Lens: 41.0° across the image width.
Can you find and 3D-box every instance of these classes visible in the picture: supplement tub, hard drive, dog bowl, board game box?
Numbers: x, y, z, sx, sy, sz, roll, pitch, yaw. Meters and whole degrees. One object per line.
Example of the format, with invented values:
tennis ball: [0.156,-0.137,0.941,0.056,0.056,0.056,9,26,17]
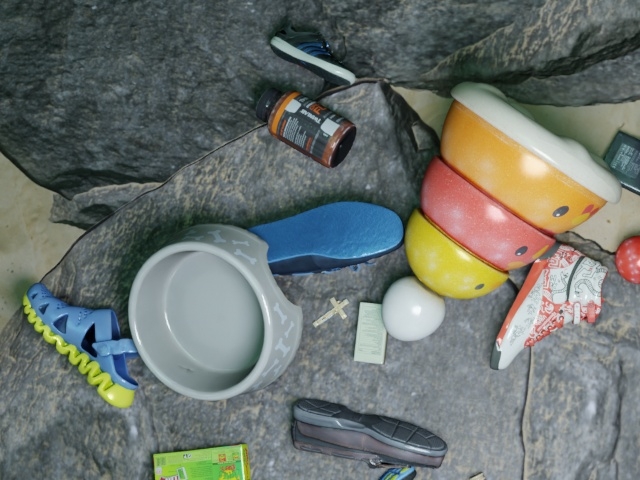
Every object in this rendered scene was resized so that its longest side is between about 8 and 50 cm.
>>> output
supplement tub: [-0.033,-0.233,1.727,0.198,0.106,0.106,31,87,15]
hard drive: [0.605,-0.137,1.624,0.135,0.022,0.094,29,86,15]
dog bowl: [-0.211,0.144,1.629,0.348,0.102,0.349,4,101,20]
board game box: [-0.230,0.453,1.670,0.181,0.043,0.092,-9,79,10]

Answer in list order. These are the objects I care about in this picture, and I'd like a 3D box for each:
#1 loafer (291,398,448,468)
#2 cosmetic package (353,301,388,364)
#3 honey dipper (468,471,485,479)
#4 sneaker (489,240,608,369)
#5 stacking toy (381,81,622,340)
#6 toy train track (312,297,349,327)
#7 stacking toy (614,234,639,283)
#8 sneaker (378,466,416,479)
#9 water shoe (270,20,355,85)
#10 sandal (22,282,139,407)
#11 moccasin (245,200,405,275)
loafer: [0.086,0.379,1.603,0.302,0.109,0.095,13,102,19]
cosmetic package: [0.101,0.180,1.656,0.060,0.041,0.115,7,81,12]
honey dipper: [0.320,0.502,1.559,0.030,0.030,0.161,-28,77,5]
sneaker: [0.425,0.140,1.573,0.145,0.090,0.270,26,83,17]
stacking toy: [0.274,-0.013,1.561,0.350,0.350,0.480,37,105,15]
toy train track: [0.020,0.143,1.693,0.083,0.014,0.048,-37,75,3]
stacking toy: [0.698,0.022,1.527,0.330,0.141,0.141,-10,78,14]
sneaker: [0.124,0.499,1.588,0.078,0.067,0.188,31,85,-6]
water shoe: [-0.008,-0.392,1.768,0.203,0.073,0.080,28,84,14]
sandal: [-0.464,0.189,1.734,0.317,0.126,0.138,40,86,7]
moccasin: [0.000,0.000,1.676,0.342,0.117,0.138,-4,68,15]
